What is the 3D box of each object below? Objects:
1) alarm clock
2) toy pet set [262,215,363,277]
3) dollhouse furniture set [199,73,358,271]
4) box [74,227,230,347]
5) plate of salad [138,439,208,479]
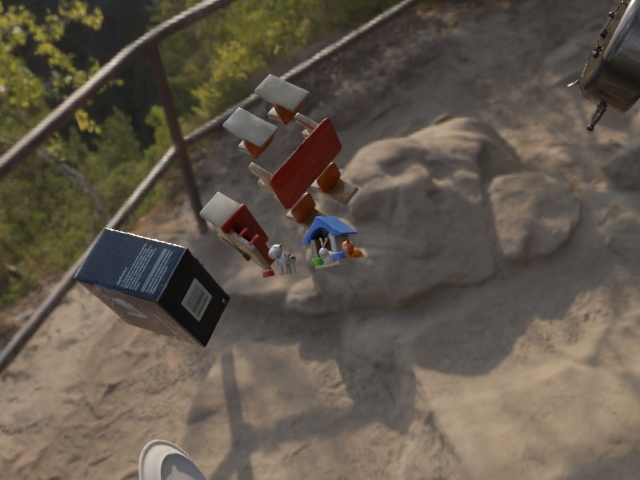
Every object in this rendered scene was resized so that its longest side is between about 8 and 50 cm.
[{"bbox_3d":[0.319,-0.209,0.711,0.064,0.192,0.129,30,52,4],"label":"alarm clock"},{"bbox_3d":[0.000,0.000,0.881,0.122,0.065,0.114,-14,-6,33],"label":"toy pet set"},{"bbox_3d":[-0.057,-0.087,1.167,0.135,0.262,0.259,30,73,36],"label":"dollhouse furniture set"},{"bbox_3d":[-0.244,0.071,1.056,0.158,0.156,0.093,12,63,27],"label":"box"},{"bbox_3d":[-0.204,0.384,1.038,0.048,0.200,0.200,-35,33,8],"label":"plate of salad"}]
